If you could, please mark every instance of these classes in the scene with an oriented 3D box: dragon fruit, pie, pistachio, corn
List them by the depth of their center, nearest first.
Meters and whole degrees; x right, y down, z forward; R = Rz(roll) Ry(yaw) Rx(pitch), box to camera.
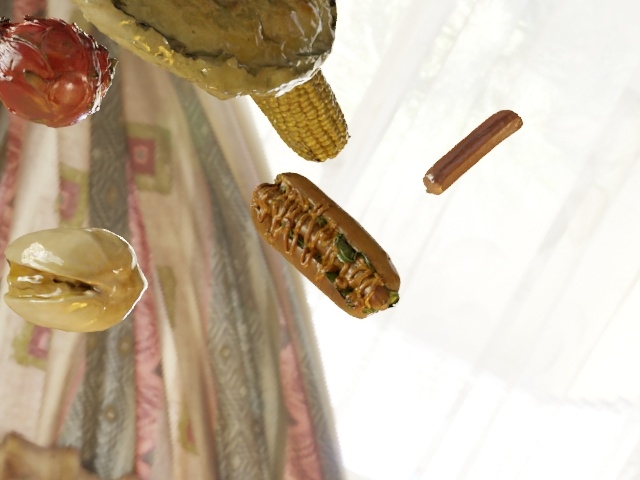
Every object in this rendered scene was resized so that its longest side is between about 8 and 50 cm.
[{"bbox_3d":[-0.087,-0.209,0.694,0.274,0.055,0.274,30,-132,-40],"label":"pie"},{"bbox_3d":[-0.051,-0.202,1.257,0.106,0.106,0.293,37,165,45],"label":"corn"},{"bbox_3d":[-0.362,0.053,1.489,0.230,0.157,0.157,3,178,26],"label":"pistachio"},{"bbox_3d":[-0.428,-0.265,1.635,0.210,0.172,0.172,16,-167,-24],"label":"dragon fruit"}]

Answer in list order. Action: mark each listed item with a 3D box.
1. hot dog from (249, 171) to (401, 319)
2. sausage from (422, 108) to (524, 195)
[{"bbox_3d":[0.000,0.000,0.951,0.188,0.072,0.055,42,-175,26],"label":"hot dog"},{"bbox_3d":[0.170,-0.101,1.166,0.030,0.147,0.035,31,153,45],"label":"sausage"}]
